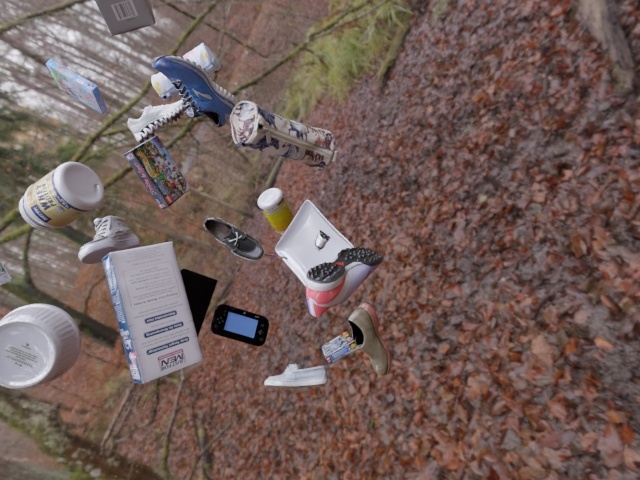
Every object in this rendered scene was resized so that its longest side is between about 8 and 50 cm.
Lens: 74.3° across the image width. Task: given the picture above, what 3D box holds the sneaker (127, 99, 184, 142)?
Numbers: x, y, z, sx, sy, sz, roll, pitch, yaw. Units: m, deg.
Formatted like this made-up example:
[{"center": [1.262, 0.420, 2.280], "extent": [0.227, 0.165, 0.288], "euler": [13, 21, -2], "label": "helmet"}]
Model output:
[{"center": [-0.724, -0.563, 1.893], "extent": [0.292, 0.118, 0.110], "euler": [-40, 10, -16], "label": "sneaker"}]

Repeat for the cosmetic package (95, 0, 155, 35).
[{"center": [-0.543, -0.662, 1.175], "extent": [0.238, 0.127, 0.107], "euler": [-118, 10, -49], "label": "cosmetic package"}]

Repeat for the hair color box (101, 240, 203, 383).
[{"center": [-0.461, 0.192, 1.161], "extent": [0.105, 0.173, 0.348], "euler": [-19, 85, 49], "label": "hair color box"}]

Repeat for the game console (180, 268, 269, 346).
[{"center": [-0.335, 0.246, 1.408], "extent": [0.044, 0.361, 0.213], "euler": [-15, 56, 60], "label": "game console"}]

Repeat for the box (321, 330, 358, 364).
[{"center": [0.052, 0.302, 1.197], "extent": [0.093, 0.027, 0.137], "euler": [-29, 1, -5], "label": "box"}]

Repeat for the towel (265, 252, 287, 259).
[{"center": [-0.165, 0.058, 1.555], "extent": [0.060, 0.083, 0.010], "euler": [32, -111, -81], "label": "towel"}]

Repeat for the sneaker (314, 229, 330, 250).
[{"center": [0.000, 0.000, 1.183], "extent": [0.044, 0.040, 0.109], "euler": [-57, -1, 11], "label": "sneaker"}]

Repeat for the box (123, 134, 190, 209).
[{"center": [-0.600, -0.254, 1.572], "extent": [0.044, 0.233, 0.159], "euler": [-15, 27, 26], "label": "box"}]

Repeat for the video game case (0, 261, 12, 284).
[{"center": [-1.084, 0.071, 1.296], "extent": [0.022, 0.190, 0.173], "euler": [-29, 4, 22], "label": "video game case"}]

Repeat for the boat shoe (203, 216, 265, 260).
[{"center": [-0.298, -0.003, 1.450], "extent": [0.084, 0.233, 0.079], "euler": [-57, -6, -6], "label": "boat shoe"}]

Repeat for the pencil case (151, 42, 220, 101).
[{"center": [-0.532, -0.661, 1.668], "extent": [0.273, 0.113, 0.124], "euler": [-29, 43, 8], "label": "pencil case"}]

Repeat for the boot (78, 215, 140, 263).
[{"center": [-0.672, -0.009, 1.304], "extent": [0.095, 0.123, 0.258], "euler": [-34, 0, 7], "label": "boot"}]

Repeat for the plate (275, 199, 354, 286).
[{"center": [-0.022, 0.031, 1.617], "extent": [0.045, 0.278, 0.277], "euler": [-15, -34, -53], "label": "plate"}]

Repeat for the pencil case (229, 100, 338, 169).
[{"center": [-0.122, -0.374, 1.552], "extent": [0.183, 0.410, 0.160], "euler": [44, 116, 42], "label": "pencil case"}]

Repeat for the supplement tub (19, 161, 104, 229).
[{"center": [-1.171, -0.192, 1.912], "extent": [0.316, 0.228, 0.228], "euler": [-23, 36, 22], "label": "supplement tub"}]

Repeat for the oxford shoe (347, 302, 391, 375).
[{"center": [0.197, 0.442, 1.794], "extent": [0.130, 0.348, 0.123], "euler": [-31, 17, -33], "label": "oxford shoe"}]

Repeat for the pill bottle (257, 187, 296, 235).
[{"center": [-0.174, -0.114, 1.817], "extent": [0.117, 0.215, 0.117], "euler": [-15, 44, 15], "label": "pill bottle"}]

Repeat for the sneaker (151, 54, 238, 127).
[{"center": [-0.437, -0.510, 1.467], "extent": [0.129, 0.330, 0.147], "euler": [17, 80, 45], "label": "sneaker"}]

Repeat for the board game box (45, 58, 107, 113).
[{"center": [-1.002, -0.633, 1.746], "extent": [0.039, 0.211, 0.160], "euler": [-61, 2, -22], "label": "board game box"}]

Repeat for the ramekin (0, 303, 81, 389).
[{"center": [-0.934, 0.346, 1.355], "extent": [0.127, 0.272, 0.273], "euler": [-169, 102, -80], "label": "ramekin"}]

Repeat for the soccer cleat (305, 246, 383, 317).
[{"center": [0.068, 0.103, 1.164], "extent": [0.318, 0.108, 0.117], "euler": [-23, -55, -51], "label": "soccer cleat"}]

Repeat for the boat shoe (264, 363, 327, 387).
[{"center": [-0.089, 0.490, 1.531], "extent": [0.079, 0.227, 0.081], "euler": [94, 172, -63], "label": "boat shoe"}]
